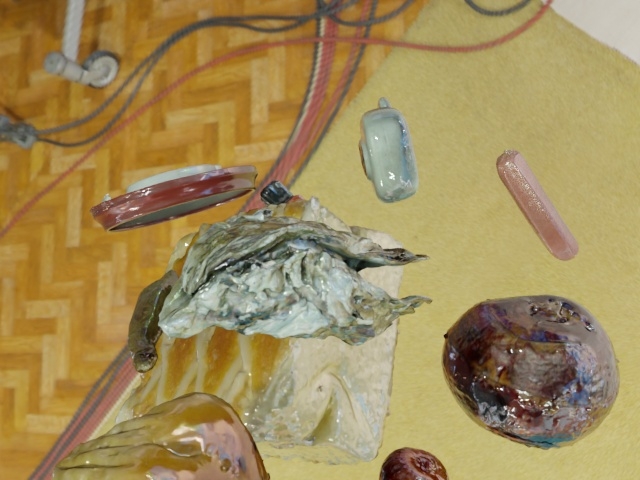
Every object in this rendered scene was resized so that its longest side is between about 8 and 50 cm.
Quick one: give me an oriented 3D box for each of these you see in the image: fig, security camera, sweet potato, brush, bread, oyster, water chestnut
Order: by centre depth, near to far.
[{"bbox_3d":[-0.162,0.077,0.735,0.041,0.038,0.153,-53,18,29],"label":"sweet potato"},{"bbox_3d":[-0.021,0.041,0.791,0.162,0.351,0.158,-25,77,39],"label":"oyster"},{"bbox_3d":[-0.088,0.155,1.247,0.371,0.279,0.390,-9,59,41],"label":"bread"},{"bbox_3d":[0.103,-0.151,1.277,0.080,0.301,0.157,-12,103,3],"label":"security camera"},{"bbox_3d":[0.151,0.415,1.305,0.150,0.128,0.128,-49,57,58],"label":"fig"},{"bbox_3d":[0.412,0.270,1.518,0.350,0.350,0.302,22,123,28],"label":"water chestnut"},{"bbox_3d":[0.000,0.000,1.617,0.323,0.051,0.070,45,69,-10],"label":"brush"}]

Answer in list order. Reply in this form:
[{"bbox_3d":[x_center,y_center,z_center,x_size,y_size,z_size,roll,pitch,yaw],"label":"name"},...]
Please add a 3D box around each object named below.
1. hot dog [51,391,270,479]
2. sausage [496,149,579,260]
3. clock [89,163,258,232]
[{"bbox_3d":[-0.159,0.356,0.791,0.196,0.365,0.367,2,40,24],"label":"hot dog"},{"bbox_3d":[0.230,-0.036,0.822,0.035,0.030,0.147,-33,108,20],"label":"sausage"},{"bbox_3d":[-0.272,-0.091,1.446,0.318,0.318,0.080,-18,90,24],"label":"clock"}]
